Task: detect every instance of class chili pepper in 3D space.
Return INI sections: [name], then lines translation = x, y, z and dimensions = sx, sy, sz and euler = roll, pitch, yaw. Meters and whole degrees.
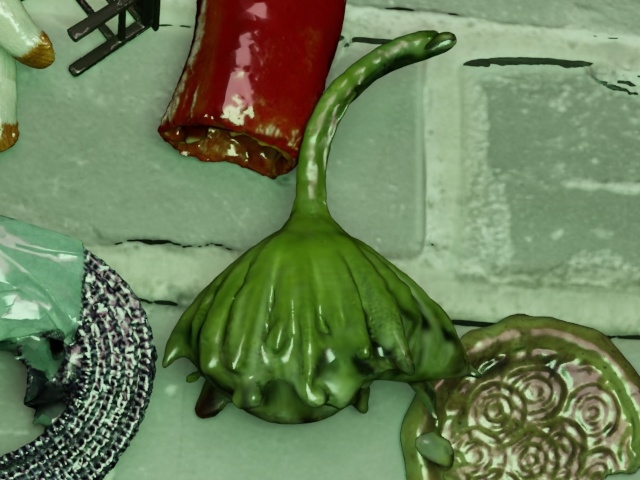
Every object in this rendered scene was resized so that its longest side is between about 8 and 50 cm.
[chili pepper]
translation = -0.040, -0.230, 1.570
dimensions = 0.134, 0.131, 0.338
euler = 15, 70, -14

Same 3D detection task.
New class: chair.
[chair]
translation = -0.153, -0.247, 1.582
dimensions = 0.212, 0.084, 0.101
euler = -35, 79, -17

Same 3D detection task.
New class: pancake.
[pancake]
translation = 0.177, 0.170, 1.543
dimensions = 0.212, 0.029, 0.235
euler = 26, 70, 0

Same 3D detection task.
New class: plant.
[plant]
translation = -0.003, 0.008, 1.503
dimensions = 0.251, 0.180, 0.333
euler = 0, 63, -5

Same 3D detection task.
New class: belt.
[belt]
translation = -0.289, 0.108, 1.439
dimensions = 0.325, 0.122, 0.260
euler = -9, 81, -9

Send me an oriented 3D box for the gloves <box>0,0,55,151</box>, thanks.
[gloves]
translation = -0.315, -0.176, 1.527
dimensions = 0.140, 0.131, 0.218
euler = -29, 111, -17
